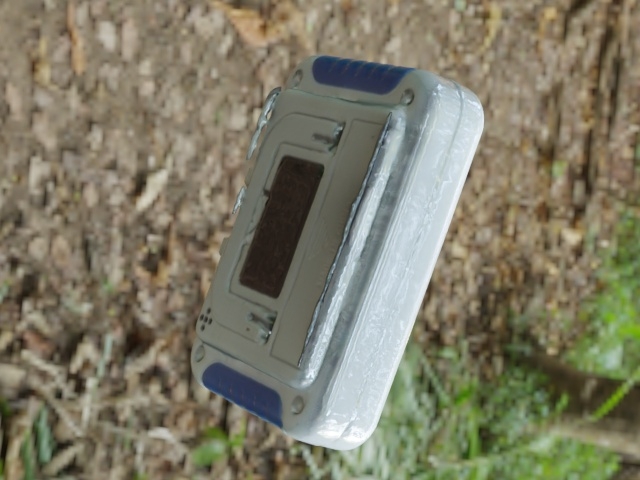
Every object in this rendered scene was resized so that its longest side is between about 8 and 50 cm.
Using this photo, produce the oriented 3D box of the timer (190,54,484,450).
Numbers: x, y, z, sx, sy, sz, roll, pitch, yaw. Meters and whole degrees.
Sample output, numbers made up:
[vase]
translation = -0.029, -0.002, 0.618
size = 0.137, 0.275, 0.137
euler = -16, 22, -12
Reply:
[timer]
translation = 0.000, 0.000, 0.972
size = 0.078, 0.178, 0.254
euler = 19, 89, -36
